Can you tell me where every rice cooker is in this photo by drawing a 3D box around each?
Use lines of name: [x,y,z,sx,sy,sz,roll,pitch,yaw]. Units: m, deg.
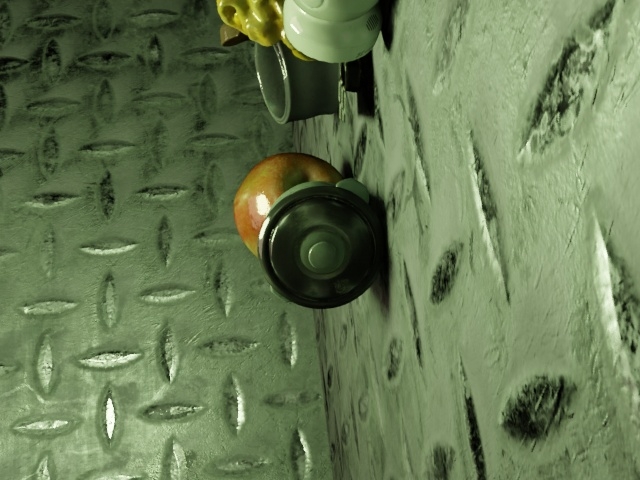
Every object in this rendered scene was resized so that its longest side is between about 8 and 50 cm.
rice cooker: [0.000,0.000,1.663,0.317,0.264,0.317,-50,9,11]

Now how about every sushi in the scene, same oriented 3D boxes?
sushi: [0.071,-0.356,1.667,0.215,0.050,0.192,-99,9,-76]

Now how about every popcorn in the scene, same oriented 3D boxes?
popcorn: [-0.073,-0.541,1.569,0.281,0.315,0.297,-61,-6,-62]

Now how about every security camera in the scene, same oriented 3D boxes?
security camera: [0.031,-0.461,1.360,0.236,0.194,0.195,101,164,-58]

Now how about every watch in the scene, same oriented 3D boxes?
watch: [-0.068,-0.483,2.020,0.335,0.314,0.327,161,92,-72]

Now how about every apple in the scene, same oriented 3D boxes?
apple: [-0.066,-0.083,1.984,0.277,0.319,0.319,126,143,-49]
